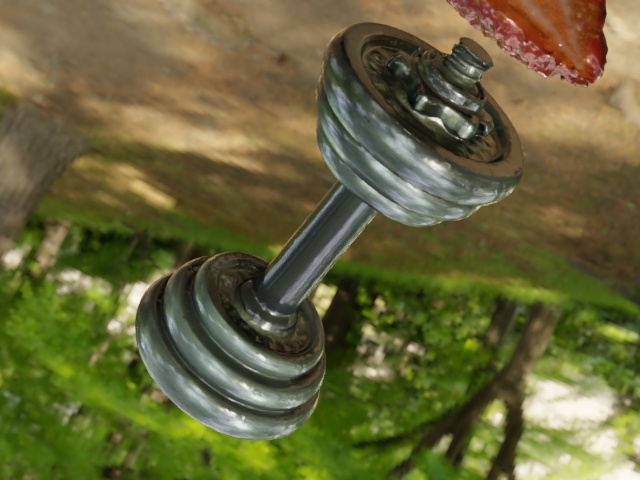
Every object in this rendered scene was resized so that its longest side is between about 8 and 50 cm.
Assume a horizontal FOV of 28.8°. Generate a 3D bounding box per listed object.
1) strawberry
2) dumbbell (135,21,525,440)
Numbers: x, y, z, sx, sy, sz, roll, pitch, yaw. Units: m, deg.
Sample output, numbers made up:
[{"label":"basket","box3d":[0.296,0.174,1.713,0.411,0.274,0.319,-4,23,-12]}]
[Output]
[{"label":"strawberry","box3d":[0.226,-0.260,1.310,0.228,0.174,0.098,48,158,6]},{"label":"dumbbell","box3d":[0.000,0.000,0.983,0.179,0.406,0.179,28,-148,-20]}]
